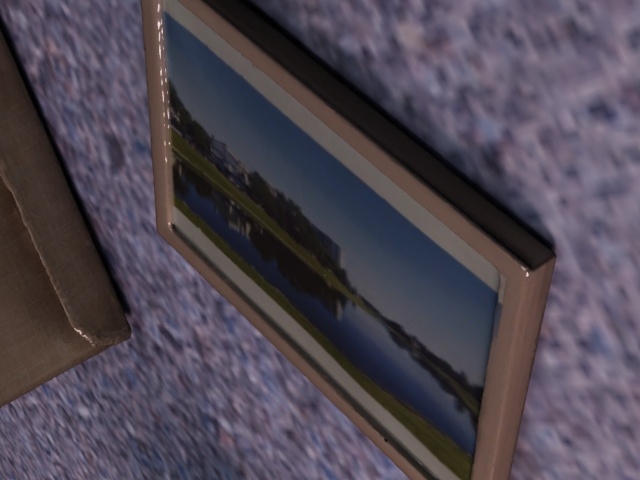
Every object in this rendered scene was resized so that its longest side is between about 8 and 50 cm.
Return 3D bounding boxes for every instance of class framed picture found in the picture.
[{"bbox_3d":[0.000,0.000,0.420,0.149,0.011,0.109,42,148,32],"label":"framed picture"}]

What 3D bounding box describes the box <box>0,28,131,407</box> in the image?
[{"bbox_3d":[-0.197,-0.038,0.569,0.155,0.149,0.231,9,124,58],"label":"box"}]
